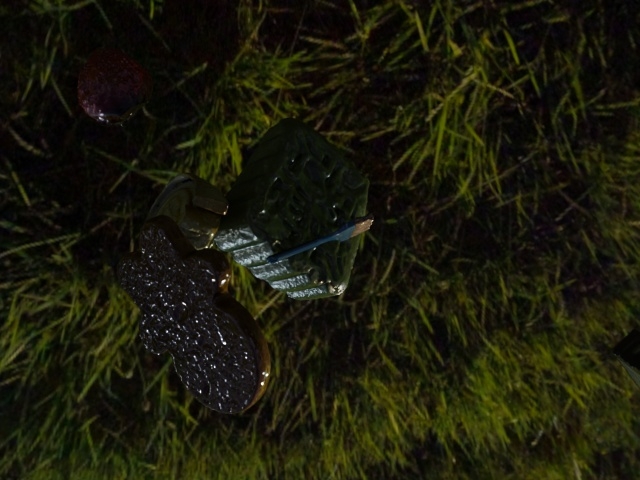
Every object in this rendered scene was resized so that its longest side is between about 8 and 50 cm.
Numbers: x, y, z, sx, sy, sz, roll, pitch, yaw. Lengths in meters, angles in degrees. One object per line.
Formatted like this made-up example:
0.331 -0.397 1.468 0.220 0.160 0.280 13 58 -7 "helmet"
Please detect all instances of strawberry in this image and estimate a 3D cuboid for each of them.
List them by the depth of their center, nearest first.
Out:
-0.271 -0.202 0.809 0.106 0.106 0.106 -4 136 -4 "strawberry"

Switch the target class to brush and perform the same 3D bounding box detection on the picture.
0.000 0.000 0.873 0.164 0.014 0.051 -21 161 -18 "brush"

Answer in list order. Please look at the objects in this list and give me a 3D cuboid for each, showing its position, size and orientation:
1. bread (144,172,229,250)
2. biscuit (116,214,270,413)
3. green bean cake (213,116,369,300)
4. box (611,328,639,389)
-0.184 -0.029 0.862 0.064 0.156 0.117 30 95 -34 "bread"
-0.144 0.089 0.709 0.180 0.236 0.039 -43 167 34 "biscuit"
-0.034 -0.051 0.975 0.125 0.248 0.222 -17 136 42 "green bean cake"
0.559 0.283 0.872 0.058 0.211 0.350 -42 114 5 "box"
